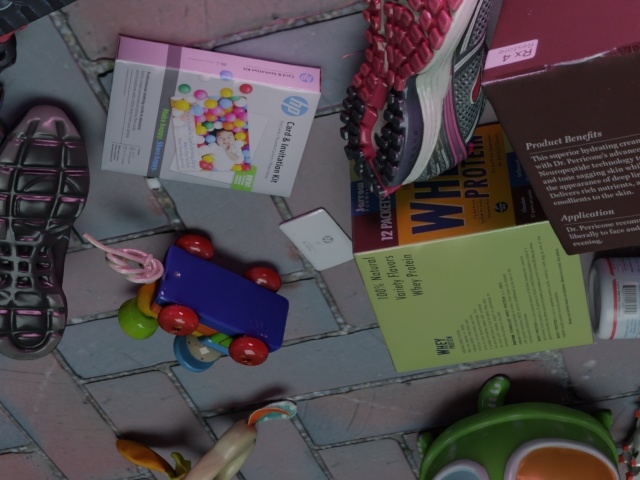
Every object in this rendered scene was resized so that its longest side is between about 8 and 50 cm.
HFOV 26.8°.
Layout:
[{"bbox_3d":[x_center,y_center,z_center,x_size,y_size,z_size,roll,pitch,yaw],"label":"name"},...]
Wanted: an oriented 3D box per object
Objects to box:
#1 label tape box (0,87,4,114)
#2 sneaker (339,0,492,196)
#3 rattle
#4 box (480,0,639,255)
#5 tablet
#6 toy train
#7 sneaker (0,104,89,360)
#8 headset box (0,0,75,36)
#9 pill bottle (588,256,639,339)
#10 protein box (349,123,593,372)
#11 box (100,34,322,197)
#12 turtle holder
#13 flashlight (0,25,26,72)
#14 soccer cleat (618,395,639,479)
[{"bbox_3d":[-0.487,-0.079,1.239,0.334,0.105,0.240,16,136,-16],"label":"label tape box"},{"bbox_3d":[0.099,-0.173,1.142,0.112,0.121,0.299,-17,145,-26],"label":"sneaker"},{"bbox_3d":[-0.137,0.230,1.649,0.130,0.142,0.199,-3,134,-48],"label":"rattle"},{"bbox_3d":[0.256,-0.122,1.103,0.169,0.167,0.203,-9,131,29],"label":"box"},{"bbox_3d":[0.000,0.000,1.403,0.054,0.006,0.083,-21,135,22],"label":"tablet"},{"bbox_3d":[-0.170,0.061,1.414,0.248,0.105,0.143,26,146,-27],"label":"toy train"},{"bbox_3d":[-0.291,-0.016,1.317,0.101,0.106,0.267,4,117,-21],"label":"sneaker"},{"bbox_3d":[-0.236,-0.303,0.876,0.131,0.246,0.283,-20,134,22],"label":"headset box"},{"bbox_3d":[0.367,0.059,1.409,0.160,0.087,0.087,-1,139,2],"label":"pill bottle"},{"bbox_3d":[0.149,0.007,1.312,0.201,0.136,0.199,-10,138,10],"label":"protein box"},{"bbox_3d":[-0.105,-0.112,1.252,0.186,0.038,0.145,8,138,-10],"label":"box"},{"bbox_3d":[0.218,0.339,1.622,0.320,0.227,0.243,-31,131,30],"label":"turtle holder"},{"bbox_3d":[-0.217,-0.212,1.100,0.304,0.103,0.103,-28,94,33],"label":"flashlight"},{"bbox_3d":[0.418,0.227,1.624,0.076,0.068,0.196,-8,142,-14],"label":"soccer cleat"}]
